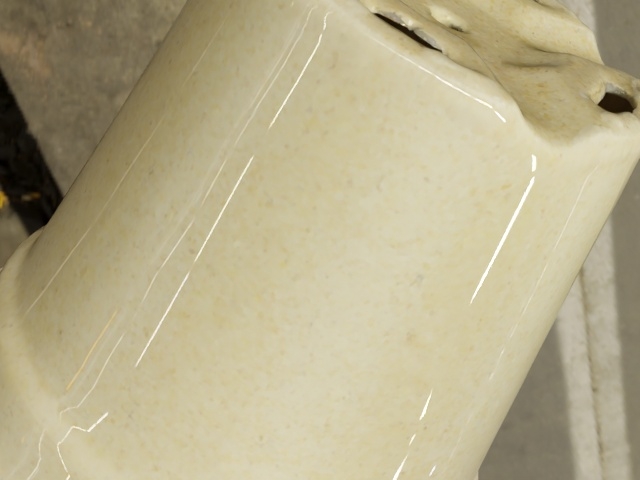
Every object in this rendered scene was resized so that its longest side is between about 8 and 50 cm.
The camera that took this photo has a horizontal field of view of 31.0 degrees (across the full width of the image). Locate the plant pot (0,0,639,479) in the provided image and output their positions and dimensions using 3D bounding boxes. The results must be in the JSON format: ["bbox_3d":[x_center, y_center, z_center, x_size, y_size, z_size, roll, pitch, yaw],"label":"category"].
[{"bbox_3d":[0.000,0.000,0.615,0.334,0.334,0.305,17,121,-21],"label":"plant pot"}]
